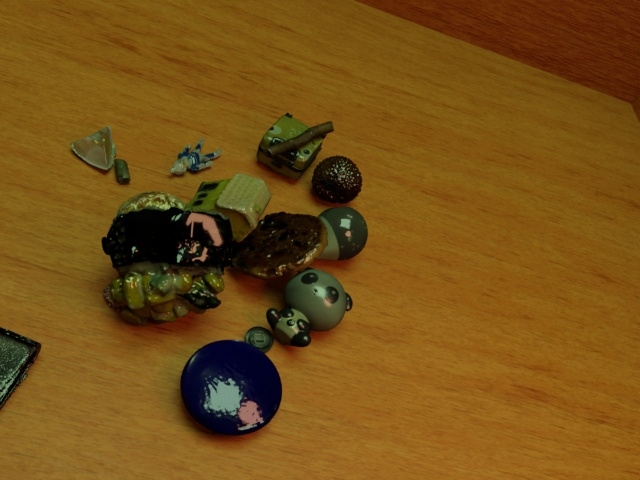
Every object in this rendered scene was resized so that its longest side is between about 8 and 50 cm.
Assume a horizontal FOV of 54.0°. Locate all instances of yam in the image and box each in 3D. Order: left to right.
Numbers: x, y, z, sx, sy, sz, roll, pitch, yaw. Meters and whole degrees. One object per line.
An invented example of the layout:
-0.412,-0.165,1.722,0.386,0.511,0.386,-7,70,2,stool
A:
-0.637,-0.224,2.021,0.043,0.043,0.094,-1,52,-25,yam
-0.069,-0.354,2.191,0.045,0.045,0.327,29,41,31,yam

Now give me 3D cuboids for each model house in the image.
-0.261,-0.088,1.904,0.234,0.174,0.193,-7,32,22,model house

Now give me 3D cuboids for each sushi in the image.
-0.385,0.073,1.651,0.328,0.329,0.285,7,74,-40,sushi

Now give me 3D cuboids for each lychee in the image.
0.062,-0.221,2.244,0.188,0.188,0.188,13,47,-14,lychee

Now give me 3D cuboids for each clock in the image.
-0.175,0.284,1.792,0.085,0.017,0.085,13,47,-14,clock

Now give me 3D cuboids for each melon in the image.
-0.732,-0.314,2.028,0.140,0.093,0.202,0,46,-14,melon

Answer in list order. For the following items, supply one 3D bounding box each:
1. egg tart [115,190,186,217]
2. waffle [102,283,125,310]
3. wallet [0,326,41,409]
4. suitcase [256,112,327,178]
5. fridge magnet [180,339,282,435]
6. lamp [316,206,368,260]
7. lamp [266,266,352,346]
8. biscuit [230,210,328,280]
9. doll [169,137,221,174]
-0.496,-0.047,1.891,0.234,0.094,0.234,12,50,-15,egg tart
-0.555,0.154,1.729,0.083,0.029,0.075,41,49,9,waffle
-0.815,0.306,1.453,0.221,0.071,0.262,24,52,-3,wallet
-0.110,-0.336,2.288,0.194,0.143,0.235,31,44,3,suitcase
-0.228,0.377,1.618,0.266,0.112,0.265,12,48,-14,fridge magnet
0.001,-0.007,2.057,0.314,0.182,0.181,-15,54,-3,lamp
-0.034,0.194,1.830,0.198,0.197,0.244,38,55,11,lamp
-0.137,0.019,1.920,0.334,0.081,0.289,13,45,36,biscuit
-0.434,-0.279,2.153,0.114,0.057,0.227,36,44,4,doll
